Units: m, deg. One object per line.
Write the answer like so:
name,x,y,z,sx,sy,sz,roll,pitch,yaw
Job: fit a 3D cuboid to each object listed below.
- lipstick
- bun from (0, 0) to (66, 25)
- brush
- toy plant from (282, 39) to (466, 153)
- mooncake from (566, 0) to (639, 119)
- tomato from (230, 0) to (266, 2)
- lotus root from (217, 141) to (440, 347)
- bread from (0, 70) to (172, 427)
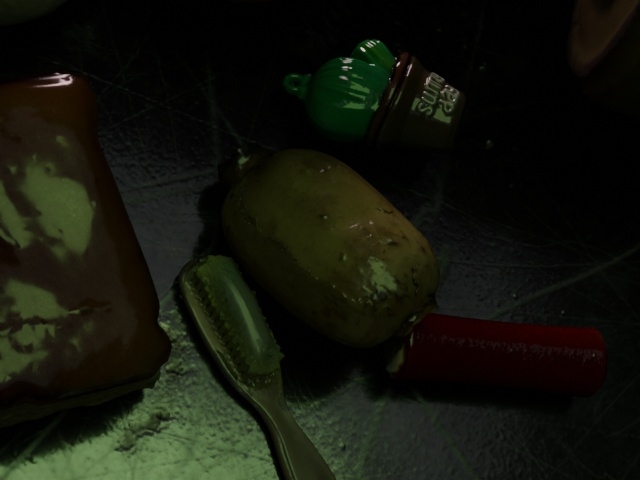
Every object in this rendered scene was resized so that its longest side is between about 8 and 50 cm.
lipstick,0.188,0.122,1.693,0.241,0.080,0.080,6,67,-16
bun,-0.371,-0.393,1.627,0.365,0.219,0.365,8,63,-16
brush,-0.052,0.149,1.607,0.072,0.067,0.313,-23,80,-27
toy plant,0.060,-0.164,1.754,0.200,0.105,0.143,20,55,2
mooncake,0.440,-0.310,1.781,0.246,0.394,0.393,24,77,-8
tomato,-0.084,-0.380,1.707,0.224,0.256,0.255,-14,72,7
lotus root,0.000,0.000,1.628,0.284,0.146,0.160,43,33,20
bread,-0.337,0.017,1.503,0.324,0.143,0.333,-14,77,-26
